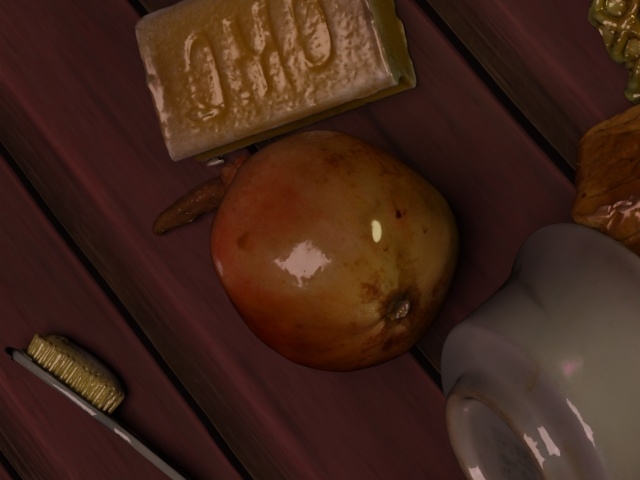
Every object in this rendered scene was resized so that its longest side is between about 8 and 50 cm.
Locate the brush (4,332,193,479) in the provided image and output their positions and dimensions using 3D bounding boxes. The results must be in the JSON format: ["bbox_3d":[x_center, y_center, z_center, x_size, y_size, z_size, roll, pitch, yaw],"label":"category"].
[{"bbox_3d":[-0.233,0.190,1.948,0.297,0.068,0.060,36,86,14],"label":"brush"}]

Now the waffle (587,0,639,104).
[{"bbox_3d":[0.368,-0.239,1.639,0.223,0.054,0.204,-21,85,26],"label":"waffle"}]

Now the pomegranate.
[{"bbox_3d":[0.000,0.000,1.723,0.270,0.252,0.229,37,101,36],"label":"pomegranate"}]

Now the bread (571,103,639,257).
[{"bbox_3d":[0.398,-0.058,1.568,0.344,0.195,0.149,-18,125,25],"label":"bread"}]

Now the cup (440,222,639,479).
[{"bbox_3d":[0.226,0.171,1.568,0.163,0.347,0.347,-27,80,-21],"label":"cup"}]

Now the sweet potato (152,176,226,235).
[{"bbox_3d":[-0.104,-0.045,1.875,0.214,0.050,0.050,-12,89,29],"label":"sweet potato"}]

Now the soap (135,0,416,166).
[{"bbox_3d":[-0.050,-0.198,1.814,0.274,0.089,0.173,-18,86,24],"label":"soap"}]
